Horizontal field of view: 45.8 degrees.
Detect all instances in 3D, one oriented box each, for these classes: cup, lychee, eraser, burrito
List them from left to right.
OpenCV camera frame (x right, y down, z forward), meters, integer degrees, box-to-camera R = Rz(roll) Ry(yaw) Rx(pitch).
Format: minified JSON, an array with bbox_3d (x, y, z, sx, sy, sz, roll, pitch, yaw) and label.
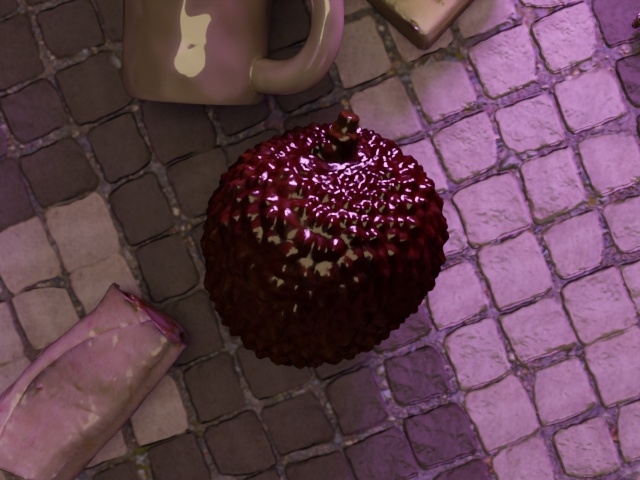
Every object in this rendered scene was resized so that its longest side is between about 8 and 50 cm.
[{"bbox_3d":[-0.300,0.193,0.939,0.299,0.105,0.143,-45,81,3],"label":"burrito"},{"bbox_3d":[-0.114,-0.255,0.843,0.173,0.255,0.202,-8,108,-40],"label":"cup"},{"bbox_3d":[0.000,0.000,0.846,0.276,0.276,0.304,9,117,1],"label":"lychee"},{"bbox_3d":[0.147,-0.337,0.934,0.117,0.058,0.172,44,92,0],"label":"eraser"}]

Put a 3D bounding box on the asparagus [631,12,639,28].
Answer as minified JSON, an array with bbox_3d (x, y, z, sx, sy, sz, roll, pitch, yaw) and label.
[{"bbox_3d":[0.504,-0.316,0.946,0.248,0.025,0.024,-20,106,1],"label":"asparagus"}]
